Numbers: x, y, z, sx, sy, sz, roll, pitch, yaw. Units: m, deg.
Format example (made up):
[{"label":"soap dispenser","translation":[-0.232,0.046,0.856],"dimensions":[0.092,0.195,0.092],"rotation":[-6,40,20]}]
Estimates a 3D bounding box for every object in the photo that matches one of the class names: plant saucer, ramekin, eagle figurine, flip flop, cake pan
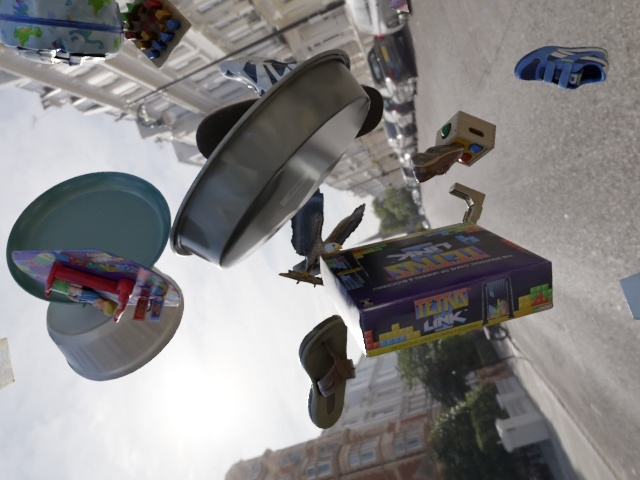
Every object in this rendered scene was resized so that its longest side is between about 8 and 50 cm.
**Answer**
[{"label":"plant saucer","translation":[-0.455,-0.006,1.031],"dimensions":[0.044,0.317,0.318],"rotation":[89,170,-56]},{"label":"ramekin","translation":[-0.436,0.143,1.070],"dimensions":[0.273,0.272,0.127],"rotation":[-99,-11,-45]},{"label":"eagle figurine","translation":[0.009,0.000,1.634],"dimensions":[0.226,0.225,0.299],"rotation":[36,-118,-63]},{"label":"flip flop","translation":[0.024,0.250,0.937],"dimensions":[0.080,0.112,0.277],"rotation":[28,131,40]},{"label":"cake pan","translation":[-0.046,-0.077,0.584],"dimensions":[0.054,0.293,0.293],"rotation":[41,-169,5]}]

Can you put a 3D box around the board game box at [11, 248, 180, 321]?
[{"label":"board game box","translation":[-0.233,0.055,0.526],"dimensions":[0.133,0.168,0.033],"rotation":[59,-146,-55]}]

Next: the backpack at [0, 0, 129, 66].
[{"label":"backpack","translation":[-0.554,-0.481,1.090],"dimensions":[0.356,0.289,0.274],"rotation":[60,140,47]}]

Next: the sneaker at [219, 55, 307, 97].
[{"label":"sneaker","translation":[-0.108,-0.308,1.099],"dimensions":[0.094,0.234,0.153],"rotation":[-58,-28,-60]}]

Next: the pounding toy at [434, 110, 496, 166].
[{"label":"pounding toy","translation":[0.351,-0.248,1.323],"dimensions":[0.130,0.141,0.100],"rotation":[135,150,-63]}]

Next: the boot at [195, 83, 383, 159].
[{"label":"boot","translation":[-0.057,-0.192,0.825],"dimensions":[0.115,0.305,0.112],"rotation":[45,146,50]}]

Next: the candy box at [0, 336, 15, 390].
[{"label":"candy box","translation":[-0.675,0.261,1.047],"dimensions":[0.206,0.027,0.105],"rotation":[166,91,-74]}]

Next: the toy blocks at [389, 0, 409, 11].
[{"label":"toy blocks","translation":[0.088,-0.350,0.527],"dimensions":[0.288,0.260,0.309],"rotation":[2,-113,-38]}]

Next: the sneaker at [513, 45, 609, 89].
[{"label":"sneaker","translation":[0.387,-0.274,0.821],"dimensions":[0.053,0.144,0.059],"rotation":[70,-158,-54]}]

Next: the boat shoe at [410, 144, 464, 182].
[{"label":"boat shoe","translation":[0.268,-0.179,1.175],"dimensions":[0.178,0.064,0.060],"rotation":[-26,-60,-39]}]

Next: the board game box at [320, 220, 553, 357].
[{"label":"board game box","translation":[0.098,0.036,0.477],"dimensions":[0.141,0.170,0.048],"rotation":[-132,31,-70]}]

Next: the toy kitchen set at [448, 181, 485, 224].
[{"label":"toy kitchen set","translation":[0.313,-0.070,1.149],"dimensions":[0.068,0.075,0.083],"rotation":[120,172,-74]}]

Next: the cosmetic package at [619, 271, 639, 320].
[{"label":"cosmetic package","translation":[0.838,0.089,1.012],"dimensions":[0.377,0.284,0.098],"rotation":[11,-123,-30]}]

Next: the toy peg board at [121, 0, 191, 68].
[{"label":"toy peg board","translation":[-0.467,-0.581,1.391],"dimensions":[0.161,0.161,0.079],"rotation":[46,-153,-5]}]
